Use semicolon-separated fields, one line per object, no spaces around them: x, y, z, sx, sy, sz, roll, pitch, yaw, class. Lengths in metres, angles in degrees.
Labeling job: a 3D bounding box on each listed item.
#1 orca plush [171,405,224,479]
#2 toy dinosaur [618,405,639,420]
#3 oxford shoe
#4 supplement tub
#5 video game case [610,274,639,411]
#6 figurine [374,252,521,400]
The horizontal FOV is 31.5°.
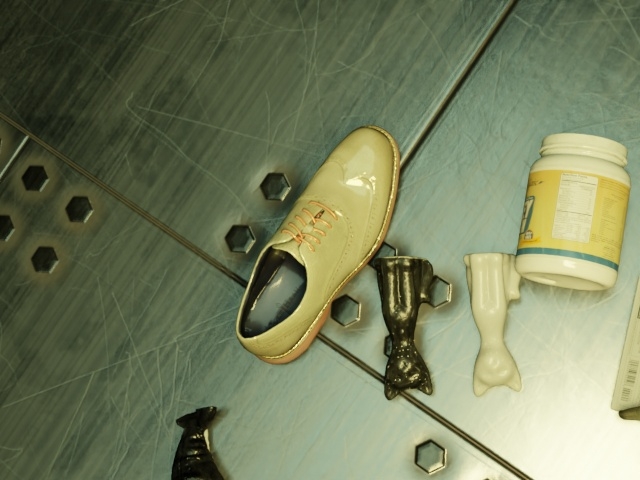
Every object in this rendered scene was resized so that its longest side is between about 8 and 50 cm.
-0.165;0.388;1.665;0.151;0.102;0.287;-3;78;12;orca plush
0.516;0.237;1.456;0.121;0.313;0.160;35;78;-15;toy dinosaur
0.000;0.000;1.681;0.140;0.146;0.397;24;85;17;oxford shoe
0.360;-0.039;1.609;0.144;0.144;0.200;8;81;14;supplement tub
0.510;0.155;1.567;0.183;0.023;0.201;9;80;37;video game case
0.189;0.126;1.654;0.214;0.092;0.210;-3;86;11;figurine
